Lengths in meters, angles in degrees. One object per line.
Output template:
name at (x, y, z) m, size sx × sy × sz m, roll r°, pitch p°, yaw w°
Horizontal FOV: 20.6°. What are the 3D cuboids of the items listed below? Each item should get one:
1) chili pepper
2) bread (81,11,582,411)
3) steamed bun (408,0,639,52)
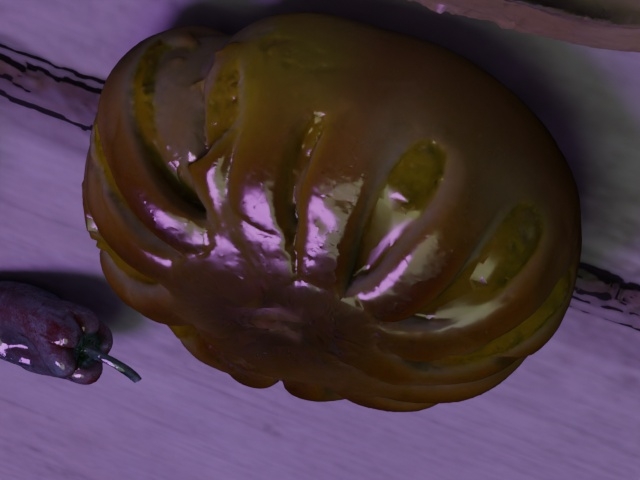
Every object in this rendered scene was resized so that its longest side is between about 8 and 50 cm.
chili pepper at (-0.154, 0.045, 0.901) m, size 0.153 × 0.041 × 0.050 m, roll 13°, pitch 122°, yaw 38°
bread at (0.000, 0.000, 0.728) m, size 0.213 × 0.105 × 0.213 m, roll 12°, pitch 142°, yaw 10°
steamed bun at (0.058, -0.130, 0.547) m, size 0.212 × 0.110 × 0.231 m, roll 29°, pitch 143°, yaw -8°
